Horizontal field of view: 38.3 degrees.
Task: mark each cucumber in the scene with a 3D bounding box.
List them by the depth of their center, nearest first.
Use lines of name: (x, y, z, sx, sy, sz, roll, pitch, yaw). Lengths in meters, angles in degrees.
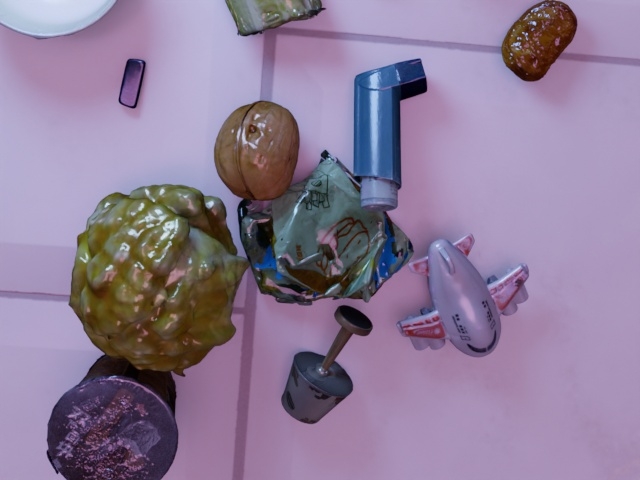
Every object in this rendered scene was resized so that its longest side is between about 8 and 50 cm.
cucumber: (-0.114, -0.499, 1.497, 0.145, 0.105, 0.325, -16, 104, 28)

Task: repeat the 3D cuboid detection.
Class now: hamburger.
hamburger: (-0.002, 0.007, 1.580, 0.276, 0.150, 0.260, -31, 100, 4)

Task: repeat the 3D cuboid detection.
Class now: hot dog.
hot dog: (0.371, -0.340, 1.570, 0.099, 0.065, 0.147, 36, 87, -9)

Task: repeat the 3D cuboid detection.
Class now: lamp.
lamp: (0.014, 0.222, 1.637, 0.121, 0.121, 0.215, 28, 110, -8)

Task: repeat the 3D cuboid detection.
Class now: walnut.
walnut: (-0.105, -0.154, 1.539, 0.144, 0.144, 0.180, 19, 69, -7)

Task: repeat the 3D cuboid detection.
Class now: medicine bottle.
medicine bottle: (0.114, -0.179, 1.546, 0.124, 0.079, 0.258, 2, 79, 5)

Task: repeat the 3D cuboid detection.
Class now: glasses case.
glasses case: (-0.320, -0.268, 1.570, 0.033, 0.023, 0.083, 15, 99, -1)

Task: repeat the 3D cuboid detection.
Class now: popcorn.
popcorn: (-0.266, 0.072, 1.513, 0.274, 0.279, 0.335, 11, 94, 12)

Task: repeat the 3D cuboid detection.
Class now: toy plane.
toy plane: (0.249, 0.103, 1.623, 0.252, 0.118, 0.252, -4, 114, -9)

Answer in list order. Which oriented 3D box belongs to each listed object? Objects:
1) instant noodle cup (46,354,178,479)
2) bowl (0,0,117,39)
instant noodle cup: (-0.344, 0.300, 1.594, 0.217, 0.207, 0.217, -1, 103, -3)
bowl: (-0.427, -0.461, 1.464, 0.277, 0.145, 0.277, -1, 103, -3)
